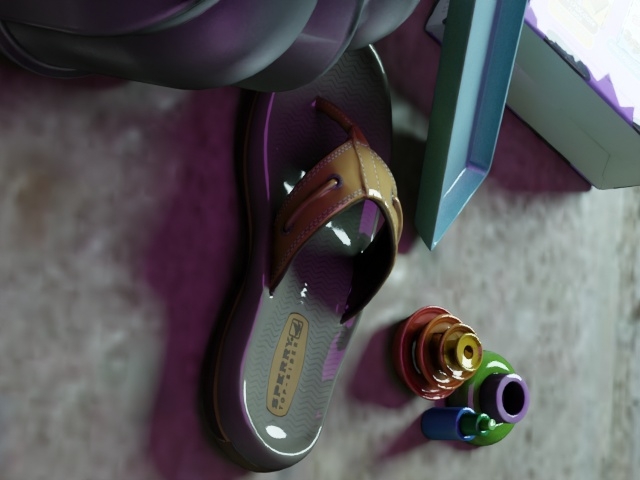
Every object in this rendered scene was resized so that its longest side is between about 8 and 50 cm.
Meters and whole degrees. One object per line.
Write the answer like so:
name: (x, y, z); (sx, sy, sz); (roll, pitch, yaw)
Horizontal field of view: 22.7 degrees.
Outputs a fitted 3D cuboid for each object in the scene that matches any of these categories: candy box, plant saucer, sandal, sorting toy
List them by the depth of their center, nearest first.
sandal: (0.000, 0.000, 0.745); (0.090, 0.060, 0.219); (25, 70, -37)
plant saucer: (0.073, -0.074, 0.768); (0.067, 0.018, 0.192); (-51, 160, -31)
sorting toy: (0.080, 0.075, 0.822); (0.102, 0.042, 0.061); (36, 64, -34)
candy box: (0.164, -0.154, 0.896); (0.165, 0.070, 0.196); (38, 64, -33)

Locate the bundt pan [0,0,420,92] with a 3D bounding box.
bundt pan: (-0.018, -0.203, 0.618); (0.331, 0.124, 0.330); (-32, 134, -40)
